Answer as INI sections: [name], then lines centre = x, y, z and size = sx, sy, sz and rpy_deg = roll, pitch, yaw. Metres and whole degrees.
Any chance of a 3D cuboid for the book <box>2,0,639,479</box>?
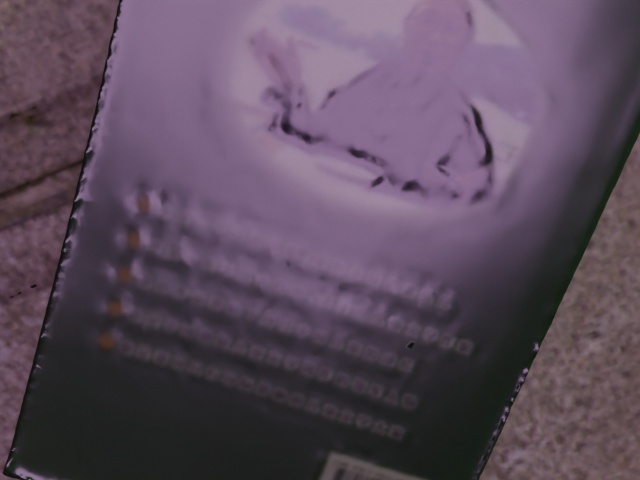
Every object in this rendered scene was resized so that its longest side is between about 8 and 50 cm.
[book]
centre = 0.000, 0.000, 0.371
size = 0.261, 0.043, 0.370
rpy_deg = 19, 105, -5
